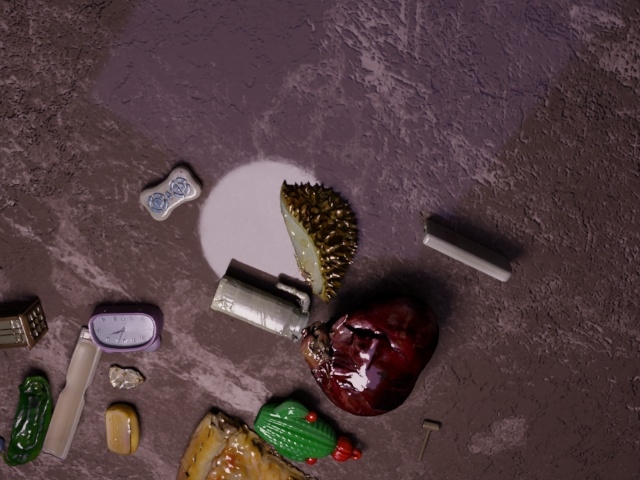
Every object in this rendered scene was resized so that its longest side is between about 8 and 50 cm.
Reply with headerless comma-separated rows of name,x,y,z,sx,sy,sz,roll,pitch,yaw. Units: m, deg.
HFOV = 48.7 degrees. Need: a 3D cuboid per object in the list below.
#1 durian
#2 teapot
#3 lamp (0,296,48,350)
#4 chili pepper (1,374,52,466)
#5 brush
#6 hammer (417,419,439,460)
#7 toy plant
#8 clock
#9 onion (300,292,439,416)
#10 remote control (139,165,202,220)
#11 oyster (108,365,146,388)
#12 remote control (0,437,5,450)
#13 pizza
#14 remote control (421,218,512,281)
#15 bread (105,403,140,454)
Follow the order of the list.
durian,0.000,0.000,1.407,0.139,0.144,0.252,5,124,43
teapot,-0.116,0.127,1.463,0.200,0.077,0.107,23,90,-4
lamp,-0.764,0.192,1.525,0.325,0.089,0.090,-5,111,7
chili pepper,-0.661,0.412,1.607,0.100,0.074,0.257,12,104,-17
brush,-0.549,0.341,1.589,0.060,0.050,0.321,21,103,-1
hammer,0.235,0.451,1.581,0.035,0.019,0.110,12,113,0
toy plant,-0.037,0.436,1.563,0.154,0.088,0.240,-33,116,27
clock,-0.415,0.196,1.509,0.153,0.050,0.110,-1,103,1
onion,0.111,0.219,1.402,0.281,0.221,0.281,-5,124,-8
remote control,-0.300,-0.094,1.415,0.122,0.032,0.074,-33,104,14
oyster,-0.430,0.306,1.578,0.083,0.019,0.054,8,109,3
remote control,-0.816,0.489,1.670,0.152,0.027,0.043,-10,115,10
pizza,-0.202,0.637,1.650,0.435,0.080,0.392,42,107,-9
remote control,0.286,0.021,1.383,0.190,0.087,0.029,25,114,-6
bread,-0.443,0.425,1.602,0.082,0.056,0.115,0,99,23
